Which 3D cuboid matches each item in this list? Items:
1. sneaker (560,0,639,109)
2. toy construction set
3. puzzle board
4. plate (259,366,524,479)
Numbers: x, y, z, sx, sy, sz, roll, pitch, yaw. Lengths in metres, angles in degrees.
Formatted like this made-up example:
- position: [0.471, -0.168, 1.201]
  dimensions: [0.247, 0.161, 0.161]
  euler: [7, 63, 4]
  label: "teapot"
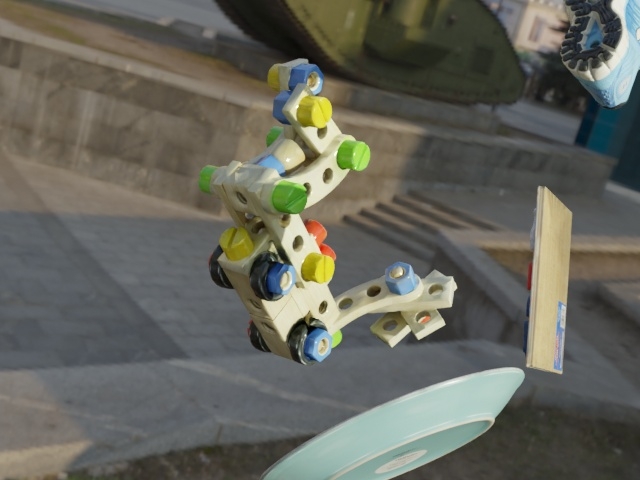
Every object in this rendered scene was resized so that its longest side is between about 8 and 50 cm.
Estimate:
- position: [0.236, -0.170, 0.815]
  dimensions: [0.063, 0.162, 0.073]
  euler: [-7, -45, 35]
  label: "sneaker"
- position: [0.000, 0.000, 1.012]
  dimensions: [0.151, 0.215, 0.328]
  euler: [0, -45, 48]
  label: "toy construction set"
- position: [0.168, 0.032, 0.735]
  dimensions: [0.011, 0.128, 0.096]
  euler: [2, -9, 26]
  label: "puzzle board"
- position: [0.051, 0.133, 0.650]
  dimensions: [0.188, 0.188, 0.024]
  euler: [1, 58, -47]
  label: "plate"
